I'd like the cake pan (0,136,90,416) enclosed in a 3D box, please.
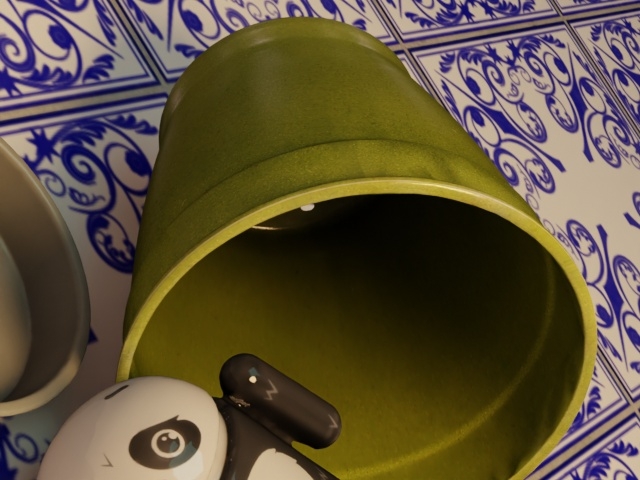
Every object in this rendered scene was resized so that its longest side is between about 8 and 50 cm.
[{"bbox_3d":[-0.296,0.009,1.349,0.293,0.054,0.293,35,35,-29],"label":"cake pan"}]

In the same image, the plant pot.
[{"bbox_3d":[0.000,0.000,1.524,0.366,0.366,0.353,33,25,-31],"label":"plant pot"}]

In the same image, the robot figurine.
[{"bbox_3d":[-0.073,0.213,1.329,0.278,0.173,0.209,38,32,-26],"label":"robot figurine"}]
